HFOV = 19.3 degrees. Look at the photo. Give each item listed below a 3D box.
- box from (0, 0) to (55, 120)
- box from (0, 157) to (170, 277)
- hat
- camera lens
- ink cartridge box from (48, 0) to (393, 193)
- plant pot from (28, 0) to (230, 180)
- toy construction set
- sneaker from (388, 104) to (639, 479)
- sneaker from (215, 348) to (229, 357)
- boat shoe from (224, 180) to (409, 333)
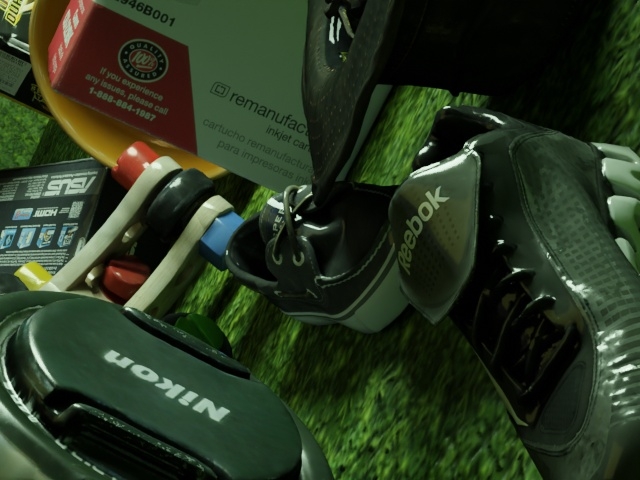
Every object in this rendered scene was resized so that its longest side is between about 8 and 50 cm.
[{"bbox_3d":[-0.162,-0.237,1.654,0.079,0.257,0.322,-48,22,53],"label":"box"},{"bbox_3d":[-0.311,0.095,1.644,0.395,0.097,0.318,-4,63,47],"label":"box"},{"bbox_3d":[0.075,-0.173,0.927,0.331,0.134,0.331,-173,90,-84],"label":"hat"},{"bbox_3d":[-0.134,0.179,0.916,0.274,0.219,0.219,-61,15,19],"label":"camera lens"},{"bbox_3d":[-0.027,-0.187,1.190,0.273,0.197,0.114,-63,16,12],"label":"ink cartridge box"},{"bbox_3d":[-0.099,-0.173,1.486,0.205,0.205,0.188,-57,1,31],"label":"plant pot"},{"bbox_3d":[-0.223,0.057,1.346,0.237,0.309,0.257,-60,6,41],"label":"toy construction set"},{"bbox_3d":[0.071,0.020,0.663,0.078,0.106,0.234,-59,15,26],"label":"sneaker"},{"bbox_3d":[-0.171,0.165,1.168,0.296,0.112,0.131,-41,13,-2],"label":"sneaker"},{"bbox_3d":[0.000,0.000,1.025,0.080,0.076,0.228,-68,14,-9],"label":"boat shoe"}]
